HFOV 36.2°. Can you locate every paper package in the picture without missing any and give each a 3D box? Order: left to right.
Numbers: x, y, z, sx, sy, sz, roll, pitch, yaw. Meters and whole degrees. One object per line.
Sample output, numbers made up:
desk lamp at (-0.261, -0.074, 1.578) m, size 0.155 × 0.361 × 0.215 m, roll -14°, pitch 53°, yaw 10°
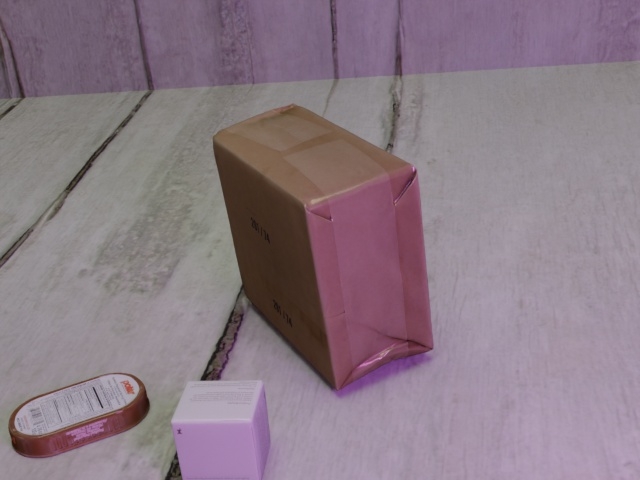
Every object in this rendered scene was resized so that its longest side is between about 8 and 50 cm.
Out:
paper package at (0.000, 0.000, 1.411) m, size 0.168 × 0.309 × 0.325 m, roll -21°, pitch 30°, yaw -22°

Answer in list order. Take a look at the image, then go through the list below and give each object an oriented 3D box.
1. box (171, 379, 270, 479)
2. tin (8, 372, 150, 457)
box at (-0.120, 0.236, 1.208) m, size 0.101 × 0.101 × 0.087 m, roll -2°, pitch 26°, yaw 8°
tin at (-0.328, 0.235, 1.332) m, size 0.190 × 0.040 × 0.106 m, roll -17°, pitch 33°, yaw -19°
